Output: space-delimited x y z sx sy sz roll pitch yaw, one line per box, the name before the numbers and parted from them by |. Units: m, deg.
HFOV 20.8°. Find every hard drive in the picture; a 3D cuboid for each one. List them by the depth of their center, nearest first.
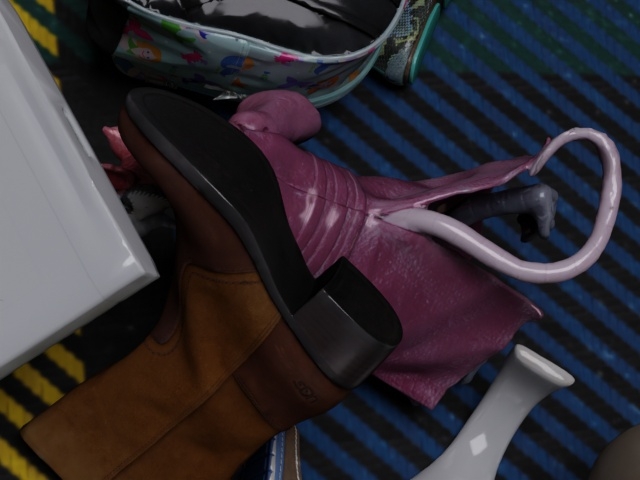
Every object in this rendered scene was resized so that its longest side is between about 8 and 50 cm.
hard drive | -0.313 0.019 1.219 0.353 0.047 0.233 -32 77 10

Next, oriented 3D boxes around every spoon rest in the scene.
spoon rest | 0.106 0.216 1.372 0.137 0.084 0.276 32 75 -2

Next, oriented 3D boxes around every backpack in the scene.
backpack | -0.055 -0.225 1.441 0.253 0.191 0.225 12 66 -5

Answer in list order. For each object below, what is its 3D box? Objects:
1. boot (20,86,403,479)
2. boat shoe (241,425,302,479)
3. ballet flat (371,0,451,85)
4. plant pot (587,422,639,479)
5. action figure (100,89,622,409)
boot | -0.118 0.061 1.262 0.264 0.280 0.096 45 27 -7
boat shoe | -0.024 0.226 1.328 0.066 0.066 0.183 8 75 -20
ballet flat | 0.087 -0.222 1.562 0.070 0.070 0.188 30 58 -3
plant pot | 0.303 0.290 1.287 0.323 0.323 0.280 15 47 -11
action figure | 0.000 0.000 1.328 0.370 0.275 0.248 20 68 -24
